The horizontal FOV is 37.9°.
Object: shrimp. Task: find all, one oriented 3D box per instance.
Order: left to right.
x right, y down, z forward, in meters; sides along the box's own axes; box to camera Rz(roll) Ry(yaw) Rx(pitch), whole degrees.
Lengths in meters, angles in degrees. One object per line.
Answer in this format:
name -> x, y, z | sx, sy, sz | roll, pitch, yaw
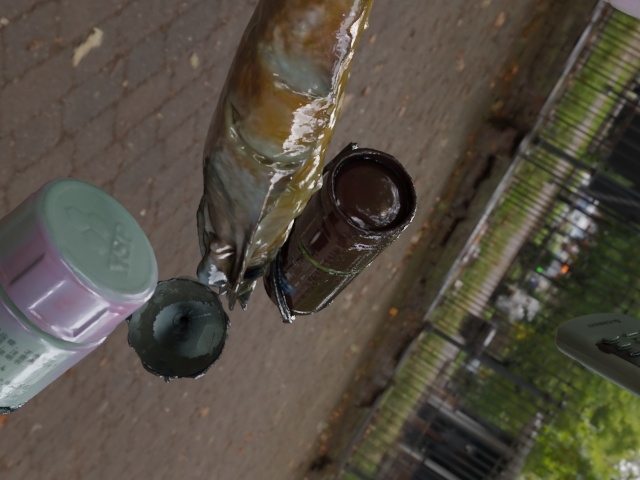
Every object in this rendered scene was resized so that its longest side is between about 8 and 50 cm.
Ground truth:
shrimp -> -0.010, -0.077, 0.487 | 0.164, 0.062, 0.316 | -62, 178, -41

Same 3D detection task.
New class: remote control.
remote control -> 0.451, 0.166, 1.240 | 0.140, 0.296, 0.056 | -5, 109, -26

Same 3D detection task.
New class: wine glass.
wine glass -> -0.169, 0.095, 1.141 | 0.122, 0.122, 0.183 | -58, -173, 0

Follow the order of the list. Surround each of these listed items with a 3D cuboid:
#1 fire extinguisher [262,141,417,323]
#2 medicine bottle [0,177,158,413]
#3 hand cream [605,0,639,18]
fire extinguisher -> 0.000, 0.000, 1.055 | 0.341, 0.105, 0.141 | 131, -31, -63
medicine bottle -> -0.231, 0.044, 0.764 | 0.168, 0.135, 0.135 | -35, 178, 22
hand cream -> 0.267, -0.121, 0.497 | 0.070, 0.312, 0.111 | -56, 155, -6
